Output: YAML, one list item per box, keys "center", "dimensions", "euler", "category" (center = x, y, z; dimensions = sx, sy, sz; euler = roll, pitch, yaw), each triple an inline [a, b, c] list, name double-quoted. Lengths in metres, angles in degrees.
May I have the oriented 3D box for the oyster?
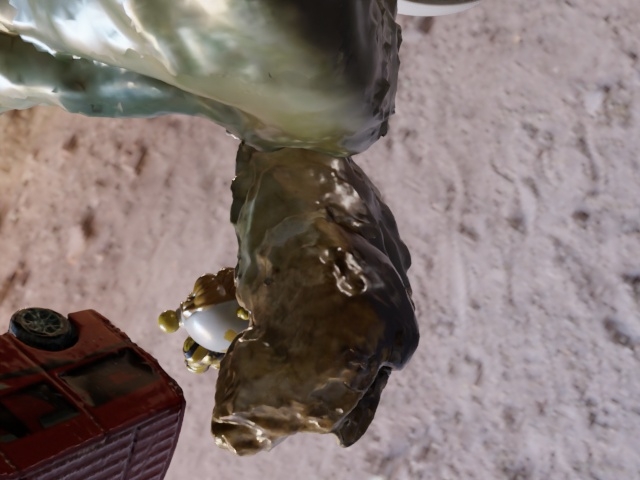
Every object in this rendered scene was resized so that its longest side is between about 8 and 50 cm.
- center: [0.006, 0.015, 0.709]
  dimensions: [0.107, 0.161, 0.233]
  euler: [-24, 30, 29]
  category: "oyster"

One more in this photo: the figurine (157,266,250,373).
- center: [-0.090, 0.074, 1.114]
  dimensions: [0.143, 0.101, 0.068]
  euler: [-41, 60, 37]
  category: "figurine"

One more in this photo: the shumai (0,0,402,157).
- center: [-0.155, -0.184, 0.575]
  dimensions: [0.323, 0.397, 0.324]
  euler: [-20, 19, 10]
  category: "shumai"

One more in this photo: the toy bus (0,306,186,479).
- center: [-0.155, 0.097, 0.585]
  dimensions: [0.089, 0.195, 0.081]
  euler: [32, 117, 26]
  category: "toy bus"

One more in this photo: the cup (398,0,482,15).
- center: [0.109, -0.377, 1.349]
  dimensions: [0.219, 0.257, 0.290]
  euler: [165, 108, -72]
  category: "cup"
